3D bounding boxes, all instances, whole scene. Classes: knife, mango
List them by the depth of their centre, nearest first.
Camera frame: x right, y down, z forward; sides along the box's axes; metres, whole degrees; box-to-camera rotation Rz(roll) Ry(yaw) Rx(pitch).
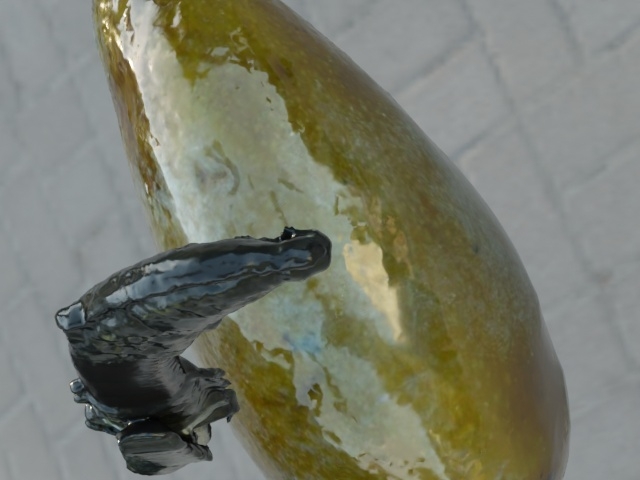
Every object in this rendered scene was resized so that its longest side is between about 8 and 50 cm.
[{"bbox_3d":[-0.036,0.035,0.422,0.222,0.045,0.021,119,145,-71],"label":"knife"},{"bbox_3d":[0.000,0.000,0.836,0.316,0.146,0.193,62,176,-5],"label":"mango"}]
